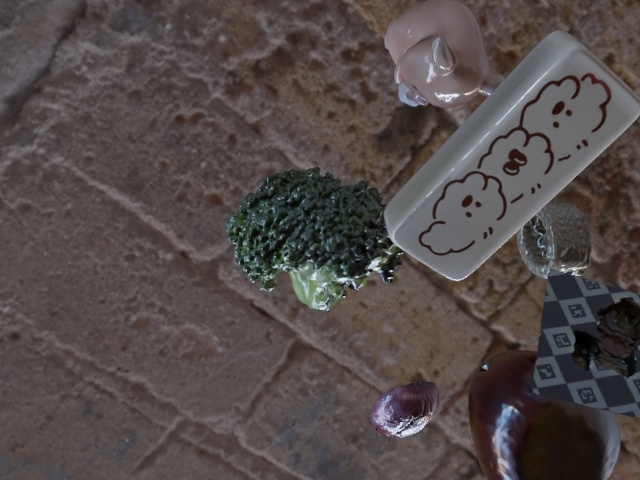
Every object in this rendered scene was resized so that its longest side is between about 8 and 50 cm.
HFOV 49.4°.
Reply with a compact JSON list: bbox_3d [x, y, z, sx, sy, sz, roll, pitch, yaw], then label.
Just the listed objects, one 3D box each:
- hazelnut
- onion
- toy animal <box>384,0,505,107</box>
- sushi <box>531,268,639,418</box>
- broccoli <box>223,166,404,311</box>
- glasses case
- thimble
[{"bbox_3d":[0.588,0.491,1.850,0.429,0.402,0.402,62,-179,-12],"label":"hazelnut"},{"bbox_3d":[0.267,0.566,2.231,0.227,0.283,0.120,-2,-129,-24],"label":"onion"},{"bbox_3d":[0.233,-0.371,1.416,0.195,0.213,0.256,18,-130,-31],"label":"toy animal"},{"bbox_3d":[0.557,0.219,1.348,0.294,0.292,0.059,16,143,4],"label":"sushi"},{"bbox_3d":[-0.002,-0.018,1.332,0.335,0.323,0.272,15,158,20],"label":"broccoli"},{"bbox_3d":[0.239,-0.100,0.907,0.144,0.336,0.076,31,-154,-23],"label":"glasses case"},{"bbox_3d":[0.691,-0.006,2.054,0.148,0.195,0.229,-3,-138,-15],"label":"thimble"}]
